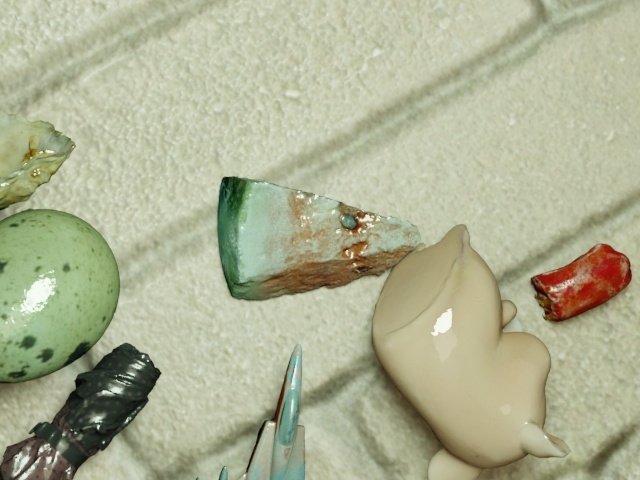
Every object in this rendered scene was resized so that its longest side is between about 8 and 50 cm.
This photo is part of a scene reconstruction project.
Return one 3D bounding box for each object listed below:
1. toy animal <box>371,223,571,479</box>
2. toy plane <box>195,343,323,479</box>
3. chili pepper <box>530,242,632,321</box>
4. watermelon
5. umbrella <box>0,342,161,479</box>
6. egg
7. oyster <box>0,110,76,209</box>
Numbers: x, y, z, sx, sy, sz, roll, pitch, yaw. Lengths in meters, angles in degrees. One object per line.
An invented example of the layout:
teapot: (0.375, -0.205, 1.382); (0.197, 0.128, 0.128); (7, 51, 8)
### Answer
toy animal: (0.173, 0.145, 1.764); (0.256, 0.195, 0.213); (49, 41, -12)
toy plane: (-0.058, 0.286, 1.740); (0.223, 0.104, 0.326); (10, 83, -14)
chili pepper: (0.335, 0.052, 1.854); (0.123, 0.070, 0.073); (-28, 79, -10)
watermelon: (0.000, 0.000, 1.774); (0.241, 0.094, 0.154); (0, 96, -16)
umbrella: (-0.314, 0.252, 1.686); (0.326, 0.090, 0.094); (-47, 121, -10)
egg: (-0.323, 0.066, 1.627); (0.177, 0.177, 0.228); (40, 44, -10)
oyster: (-0.393, -0.063, 1.656); (0.232, 0.161, 0.107); (-27, 117, -18)
